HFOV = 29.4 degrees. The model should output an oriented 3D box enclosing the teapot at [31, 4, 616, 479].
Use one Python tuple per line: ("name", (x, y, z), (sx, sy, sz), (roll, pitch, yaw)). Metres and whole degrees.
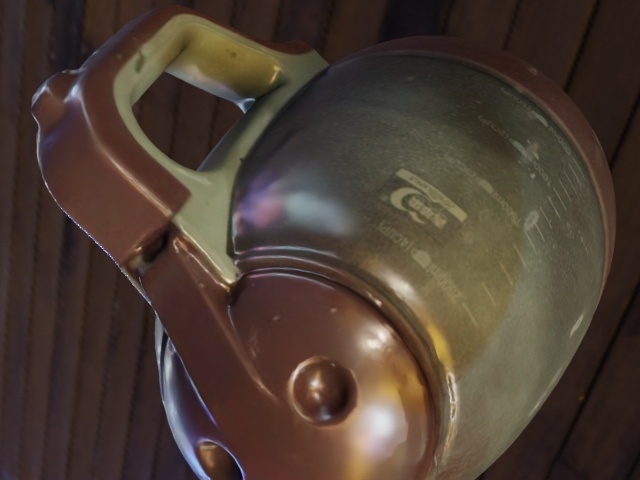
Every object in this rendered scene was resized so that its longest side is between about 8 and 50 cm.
("teapot", (0.000, 0.000, 0.663), (0.315, 0.312, 0.233), (48, 118, -2))
